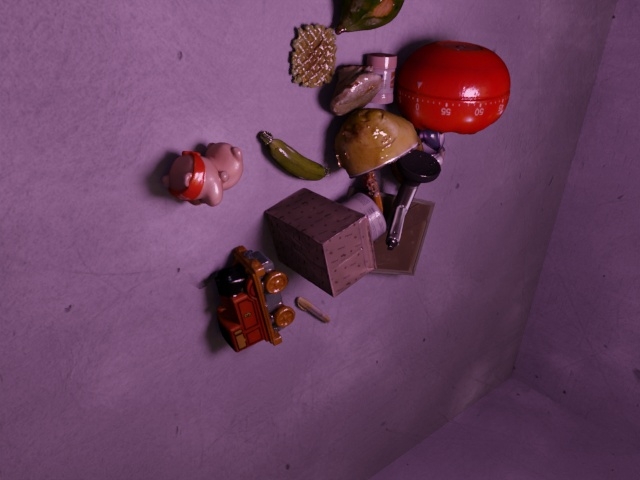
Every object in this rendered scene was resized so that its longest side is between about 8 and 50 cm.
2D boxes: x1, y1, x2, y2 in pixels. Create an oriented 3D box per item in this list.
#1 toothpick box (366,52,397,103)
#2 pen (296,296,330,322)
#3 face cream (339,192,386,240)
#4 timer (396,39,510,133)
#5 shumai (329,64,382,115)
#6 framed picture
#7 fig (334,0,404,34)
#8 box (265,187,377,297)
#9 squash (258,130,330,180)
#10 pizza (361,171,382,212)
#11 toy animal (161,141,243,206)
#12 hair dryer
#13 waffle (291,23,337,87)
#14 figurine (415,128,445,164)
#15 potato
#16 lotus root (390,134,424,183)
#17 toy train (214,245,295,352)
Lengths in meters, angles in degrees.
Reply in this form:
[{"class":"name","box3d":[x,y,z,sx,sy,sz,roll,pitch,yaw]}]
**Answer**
[{"class":"toothpick box","box3d":[0.198,-0.537,1.720,0.098,0.098,0.148,-20,125,-37]},{"class":"pen","box3d":[-0.027,0.268,1.971,0.040,0.032,0.233,-37,138,7]},{"class":"face cream","box3d":[0.119,-0.058,1.800,0.153,0.177,0.177,-35,132,-18]},{"class":"timer","box3d":[0.449,-0.522,1.766,0.378,0.378,0.279,-22,128,-35]},{"class":"shumai","box3d":[0.098,-0.489,1.632,0.201,0.120,0.201,-30,171,-5]},{"class":"framed picture","box3d":[0.249,-0.025,2.030,0.446,0.028,0.325,7,104,-36]},{"class":"fig","box3d":[0.131,-0.709,1.531,0.245,0.195,0.195,-38,144,22]},{"class":"box","box3d":[0.000,0.000,1.656,0.190,0.297,0.225,-35,131,-27]},{"class":"squash","box3d":[-0.076,-0.243,1.627,0.071,0.080,0.318,-34,145,27]},{"class":"pizza","box3d":[0.181,-0.179,1.851,0.053,0.193,0.201,-13,158,7]},{"class":"toy animal","box3d":[-0.307,-0.172,1.373,0.198,0.171,0.171,-33,131,-31]},{"class":"hair dryer","box3d":[0.310,-0.113,1.806,0.156,0.284,0.320,8,125,-9]},{"class":"waffle","box3d":[-0.018,-0.548,1.547,0.169,0.036,0.183,-16,121,-37]},{"class":"figurine","box3d":[0.415,-0.372,1.996,0.145,0.145,0.222,-45,137,-18]},{"class":"potato","box3d":[0.181,-0.350,1.719,0.300,0.247,0.196,-38,110,-48]},{"class":"lotus root","box3d":[0.329,-0.285,1.946,0.129,0.145,0.260,-14,125,2]},{"class":"toy train","box3d":[-0.220,0.203,1.658,0.232,0.163,0.369,-26,128,-23]}]
